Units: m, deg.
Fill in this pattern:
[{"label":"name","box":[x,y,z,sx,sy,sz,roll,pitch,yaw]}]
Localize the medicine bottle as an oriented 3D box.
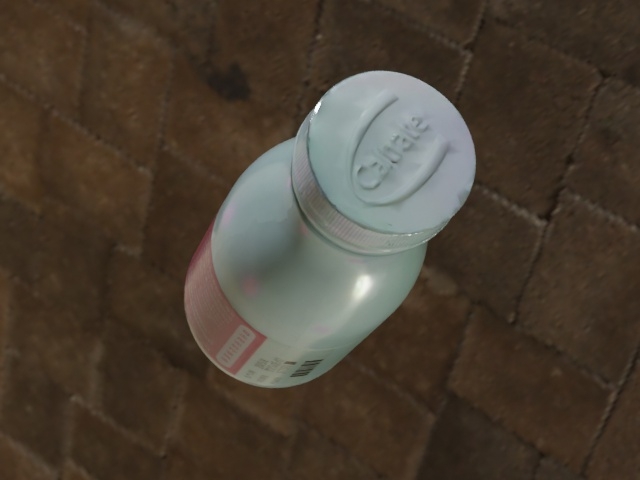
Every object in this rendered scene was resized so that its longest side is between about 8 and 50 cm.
[{"label":"medicine bottle","box":[0.000,0.000,0.646,0.090,0.090,0.216,52,157,5]}]
